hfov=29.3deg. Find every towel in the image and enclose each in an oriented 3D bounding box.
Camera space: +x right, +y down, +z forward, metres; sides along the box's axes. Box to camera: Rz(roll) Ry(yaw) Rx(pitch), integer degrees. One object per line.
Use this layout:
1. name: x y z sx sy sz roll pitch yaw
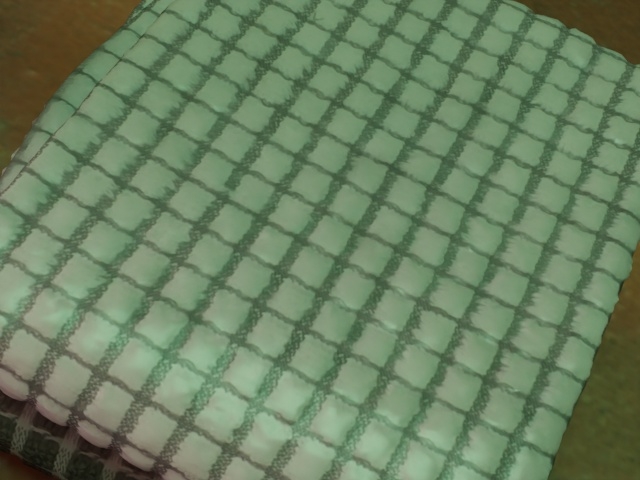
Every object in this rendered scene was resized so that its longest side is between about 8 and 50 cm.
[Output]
1. towel: 0.000 0.000 0.521 0.235 0.121 0.284 27 54 3
